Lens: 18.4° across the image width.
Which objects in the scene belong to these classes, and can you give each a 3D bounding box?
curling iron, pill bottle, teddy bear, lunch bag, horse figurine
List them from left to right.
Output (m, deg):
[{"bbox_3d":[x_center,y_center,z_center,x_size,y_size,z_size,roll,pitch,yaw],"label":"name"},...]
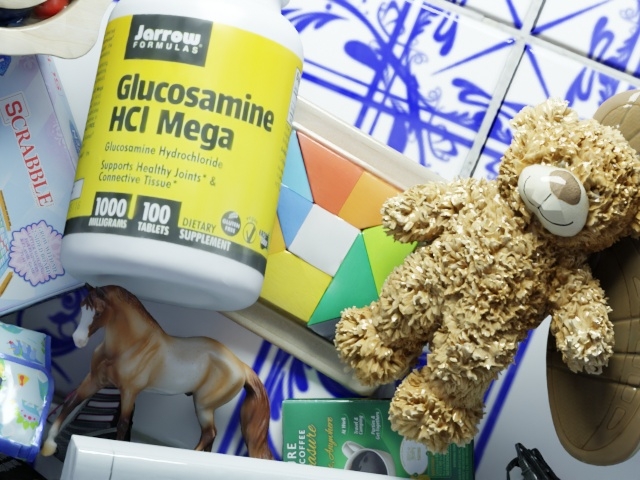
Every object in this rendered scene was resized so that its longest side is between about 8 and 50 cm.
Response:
[{"bbox_3d":[-0.319,0.135,1.826,0.128,0.151,0.096,20,119,-18],"label":"lunch bag"},{"bbox_3d":[-0.142,0.143,1.848,0.263,0.066,0.174,17,95,-34],"label":"horse figurine"},{"bbox_3d":[-0.119,-0.115,1.813,0.188,0.188,0.334,8,79,6],"label":"pill bottle"},{"bbox_3d":[0.150,0.033,1.764,0.338,0.113,0.245,-33,64,24],"label":"teddy bear"},{"bbox_3d":[0.275,0.293,1.848,0.274,0.068,0.035,43,114,1],"label":"curling iron"}]

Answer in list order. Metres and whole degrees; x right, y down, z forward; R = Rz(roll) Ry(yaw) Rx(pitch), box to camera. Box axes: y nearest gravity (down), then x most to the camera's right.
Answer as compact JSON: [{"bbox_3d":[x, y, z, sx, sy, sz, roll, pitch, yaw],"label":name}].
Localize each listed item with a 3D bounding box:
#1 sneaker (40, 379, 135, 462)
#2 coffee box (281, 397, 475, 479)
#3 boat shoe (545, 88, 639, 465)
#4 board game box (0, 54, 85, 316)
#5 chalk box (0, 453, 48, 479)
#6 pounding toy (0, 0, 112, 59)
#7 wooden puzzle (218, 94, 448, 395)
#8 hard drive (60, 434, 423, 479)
[{"bbox_3d":[-0.198,0.157,1.901,0.075,0.063,0.170,45,96,1],"label":"sneaker"},{"bbox_3d":[0.055,0.204,1.880,0.184,0.040,0.113,-2,92,6],"label":"coffee box"},{"bbox_3d":[0.293,0.040,1.811,0.123,0.123,0.342,0,79,34],"label":"boat shoe"},{"bbox_3d":[-0.389,-0.063,1.917,0.318,0.066,0.319,-19,88,6],"label":"board game box"},{"bbox_3d":[-0.355,0.283,1.859,0.289,0.180,0.179,37,94,6],"label":"chalk box"},{"bbox_3d":[-0.328,-0.255,1.806,0.269,0.155,0.154,1,103,-25],"label":"pounding toy"},{"bbox_3d":[0.000,0.000,1.885,0.238,0.044,0.221,30,94,6],"label":"wooden puzzle"},{"bbox_3d":[-0.077,0.311,1.801,0.353,0.047,0.233,10,106,-19],"label":"hard drive"}]
